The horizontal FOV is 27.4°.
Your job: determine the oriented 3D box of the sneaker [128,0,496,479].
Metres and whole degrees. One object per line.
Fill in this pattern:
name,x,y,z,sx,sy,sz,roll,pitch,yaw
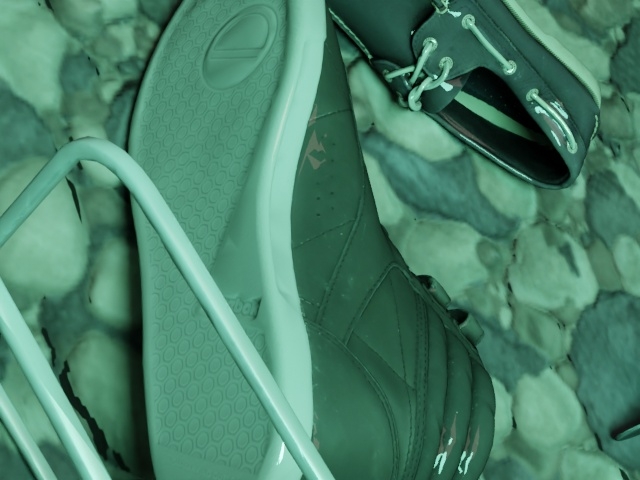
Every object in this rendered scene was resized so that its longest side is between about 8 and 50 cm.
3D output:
sneaker,0.000,0.000,0.593,0.147,0.104,0.296,29,47,-42

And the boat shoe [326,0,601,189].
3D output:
boat shoe,0.068,-0.095,0.682,0.206,0.075,0.065,30,55,-27

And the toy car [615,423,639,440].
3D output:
toy car,0.260,0.086,0.704,0.188,0.155,0.149,-10,78,-27

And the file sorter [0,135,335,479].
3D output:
file sorter,-0.154,0.109,0.379,0.277,0.193,0.173,-28,86,-38
